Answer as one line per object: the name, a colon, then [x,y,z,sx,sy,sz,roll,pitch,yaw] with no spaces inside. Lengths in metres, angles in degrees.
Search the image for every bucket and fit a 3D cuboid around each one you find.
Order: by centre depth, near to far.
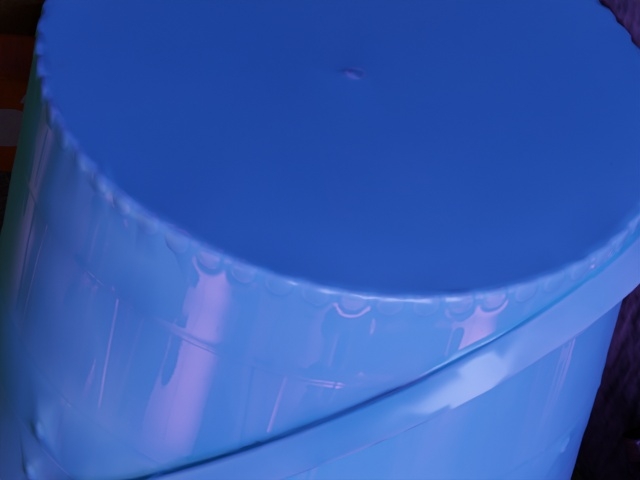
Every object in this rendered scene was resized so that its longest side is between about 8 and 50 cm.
bucket: [0.000,0.000,0.790,0.281,0.281,0.183,59,150,36]

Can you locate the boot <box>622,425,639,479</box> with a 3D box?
boot: [0.168,0.140,0.857,0.106,0.037,0.114,-106,-1,-85]

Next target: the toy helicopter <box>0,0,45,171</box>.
toy helicopter: [-0.046,-0.078,1.119,0.355,0.235,0.140,50,-152,-49]
